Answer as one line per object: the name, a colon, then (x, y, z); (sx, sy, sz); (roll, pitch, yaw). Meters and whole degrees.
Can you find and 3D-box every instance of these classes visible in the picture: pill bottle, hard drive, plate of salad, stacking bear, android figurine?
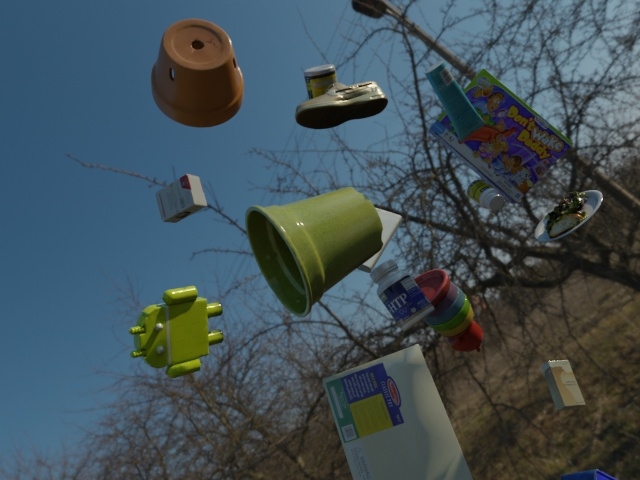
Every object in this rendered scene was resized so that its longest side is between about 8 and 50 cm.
pill bottle: (0.486, -0.131, 1.402); (0.065, 0.116, 0.065); (-6, -63, -13)
pill bottle: (0.014, -0.537, 1.780); (0.119, 0.119, 0.209); (-29, -59, -29)
hard drive: (0.175, -0.018, 1.927); (0.308, 0.202, 0.040); (-54, -28, -35)
plate of salad: (0.663, -0.073, 1.296); (0.200, 0.048, 0.200); (-45, 6, 6)
stacking bear: (0.417, 0.246, 1.539); (0.164, 0.289, 0.175); (-39, 19, 5)
android figurine: (-0.394, 0.253, 1.320); (0.272, 0.056, 0.249); (-4, -84, -44)
pill bottle: (0.225, 0.151, 1.352); (0.112, 0.187, 0.112); (-31, -18, -11)

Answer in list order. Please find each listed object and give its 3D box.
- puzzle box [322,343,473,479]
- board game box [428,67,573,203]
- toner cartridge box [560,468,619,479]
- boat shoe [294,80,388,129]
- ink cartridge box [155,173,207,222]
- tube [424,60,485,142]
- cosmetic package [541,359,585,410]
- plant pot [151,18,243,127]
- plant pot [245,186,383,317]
puzzle box: (0.194, 0.493, 1.173); (0.271, 0.409, 0.052); (-21, -20, 7)
board game box: (0.540, -0.314, 1.453); (0.233, 0.347, 0.078); (-49, -5, 7)
toner cartridge box: (0.395, 0.506, 0.611); (0.348, 0.165, 0.075); (-64, 3, -37)
boat shoe: (0.054, -0.416, 1.437); (0.302, 0.098, 0.109); (-17, -19, -18)
ink cartridge box: (-0.536, -0.159, 1.831); (0.175, 0.128, 0.072); (-23, -13, 26)
tube: (0.344, -0.359, 1.228); (0.080, 0.207, 0.052); (-35, 19, 9)
cosmetic package: (0.610, 0.364, 1.202); (0.060, 0.115, 0.041); (-3, -34, -8)
plant pot: (-0.375, -0.524, 1.455); (0.290, 0.291, 0.203); (-32, -13, -23)
plant pot: (0.000, 0.000, 1.126); (0.253, 0.276, 0.276); (-26, -25, -23)
